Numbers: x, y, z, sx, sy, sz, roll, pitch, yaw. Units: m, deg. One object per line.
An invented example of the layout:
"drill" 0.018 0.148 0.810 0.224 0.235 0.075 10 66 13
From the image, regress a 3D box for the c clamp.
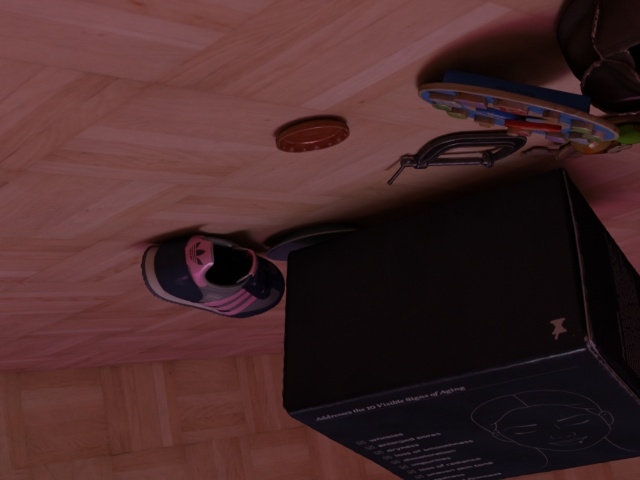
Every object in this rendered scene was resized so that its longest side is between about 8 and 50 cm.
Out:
"c clamp" 0.180 -0.111 1.265 0.160 0.022 0.137 -5 162 -16

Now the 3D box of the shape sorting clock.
"shape sorting clock" 0.199 -0.127 0.995 0.206 0.040 0.206 15 178 1

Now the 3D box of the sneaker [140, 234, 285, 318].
"sneaker" -0.129 0.057 1.541 0.131 0.112 0.319 -15 166 31

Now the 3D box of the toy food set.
"toy food set" 0.375 -0.128 1.290 0.132 0.039 0.192 -1 165 -35

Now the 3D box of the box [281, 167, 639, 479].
"box" 0.264 0.177 1.571 0.479 0.298 0.471 -17 147 27

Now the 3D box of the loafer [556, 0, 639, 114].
"loafer" 0.281 -0.166 0.825 0.133 0.130 0.366 -12 168 9

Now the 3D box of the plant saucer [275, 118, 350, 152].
"plant saucer" -0.009 -0.117 1.087 0.083 0.013 0.083 -9 168 -2

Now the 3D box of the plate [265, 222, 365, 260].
"plate" 0.000 0.000 1.606 0.188 0.024 0.188 -10 167 -2
